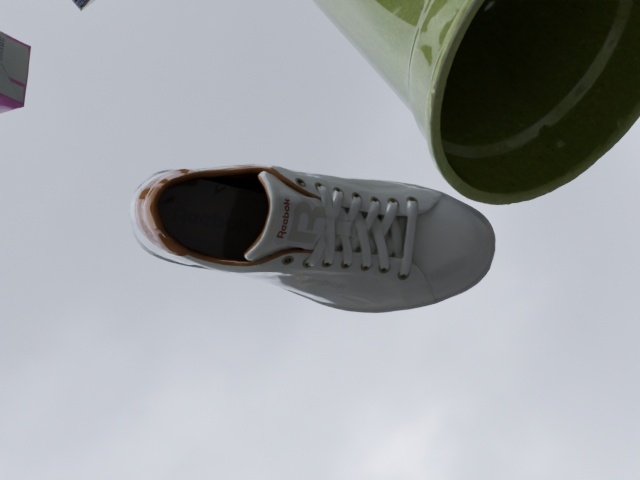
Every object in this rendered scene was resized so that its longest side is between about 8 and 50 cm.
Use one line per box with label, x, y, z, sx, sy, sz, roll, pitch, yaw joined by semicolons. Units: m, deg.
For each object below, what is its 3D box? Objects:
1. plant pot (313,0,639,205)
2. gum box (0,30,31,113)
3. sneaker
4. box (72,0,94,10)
plant pot;0.126;-0.212;1.426;0.276;0.254;0.276;-25;-43;-25
gum box;-0.351;-0.160;1.463;0.188;0.107;0.062;24;-117;-47
sneaker;0.000;0.000;1.281;0.290;0.123;0.106;5;-92;-8
box;-0.167;-0.264;1.420;0.054;0.169;0.059;49;-131;-4
